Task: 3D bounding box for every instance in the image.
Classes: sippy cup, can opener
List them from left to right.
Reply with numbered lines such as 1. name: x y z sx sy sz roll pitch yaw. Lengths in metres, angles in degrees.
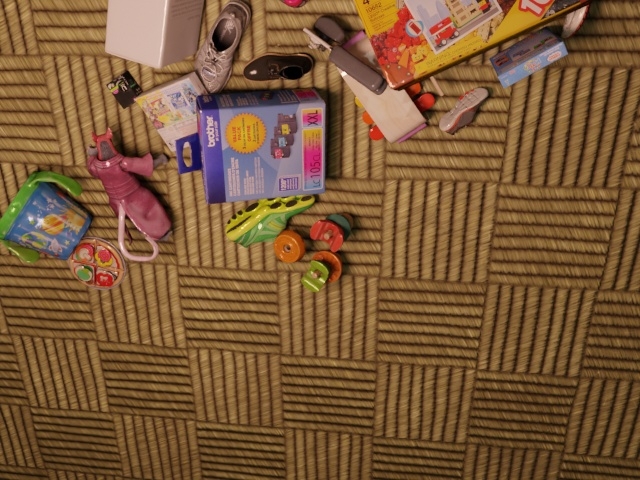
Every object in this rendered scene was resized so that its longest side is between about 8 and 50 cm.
1. sippy cup: -0.839 -0.060 2.004 0.224 0.240 0.305 32 156 -20
2. can opener: 0.064 -0.475 1.655 0.280 0.074 0.093 46 105 21

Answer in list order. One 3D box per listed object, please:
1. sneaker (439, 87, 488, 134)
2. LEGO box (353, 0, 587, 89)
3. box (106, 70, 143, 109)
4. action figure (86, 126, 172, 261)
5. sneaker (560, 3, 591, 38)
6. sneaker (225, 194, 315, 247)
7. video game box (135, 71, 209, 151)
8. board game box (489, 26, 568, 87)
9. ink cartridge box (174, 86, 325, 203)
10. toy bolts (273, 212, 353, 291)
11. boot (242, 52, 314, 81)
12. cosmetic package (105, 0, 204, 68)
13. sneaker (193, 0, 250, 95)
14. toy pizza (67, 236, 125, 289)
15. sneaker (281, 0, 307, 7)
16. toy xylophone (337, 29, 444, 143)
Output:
1. sneaker: 0.397 -0.349 1.770 0.158 0.061 0.064 -39 132 24
2. LEGO box: 0.327 -0.619 1.496 0.499 0.193 0.373 -23 96 15
3. box: -0.555 -0.429 1.857 0.062 0.052 0.083 -25 112 21
4. action figure: -0.589 -0.153 1.895 0.247 0.276 0.370 -5 130 17
5. sneaker: 0.619 -0.609 1.590 0.092 0.088 0.225 14 118 21
6. sneaker: -0.145 -0.072 1.968 0.295 0.110 0.123 -25 139 15
7. video game box: -0.388 -0.357 1.831 0.205 0.048 0.187 -11 128 30
8. board game box: 0.505 -0.454 1.602 0.160 0.211 0.039 -27 111 20
9. ink cartridge box: -0.191 -0.255 1.771 0.395 0.151 0.270 -6 118 -11
10. toy bolts: 0.000 0.000 1.955 0.218 0.158 0.229 38 122 9
11. boot: -0.124 -0.455 1.734 0.197 0.137 0.077 -10 115 13
12. cosmetic package: -0.386 -0.680 1.595 0.161 0.230 0.454 19 118 7
13. sneaker: -0.282 -0.505 1.741 0.105 0.115 0.281 24 120 -4
14. toy pizza: -0.745 0.081 2.156 0.201 0.032 0.201 3 117 6
15. sneaker: -0.131 -0.712 1.618 0.121 0.112 0.299 -40 105 24
16. toy xylophone: 0.189 -0.414 1.741 0.236 0.081 0.323 -24 111 18
